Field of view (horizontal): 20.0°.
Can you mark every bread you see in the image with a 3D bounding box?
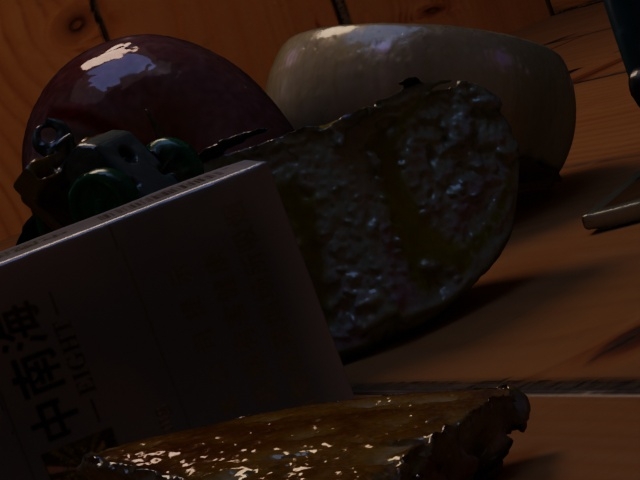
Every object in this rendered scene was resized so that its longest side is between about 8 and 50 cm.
[{"bbox_3d":[0.012,-0.004,1.194,0.261,0.158,0.156,-19,-3,8],"label":"bread"}]

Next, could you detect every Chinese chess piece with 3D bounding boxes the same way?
[{"bbox_3d":[0.081,-0.104,1.494,0.257,0.104,0.257,5,-6,0],"label":"Chinese chess piece"}]

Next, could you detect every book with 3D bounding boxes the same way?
[{"bbox_3d":[0.303,-0.064,1.314,0.170,0.018,0.242,-16,9,30],"label":"book"}]

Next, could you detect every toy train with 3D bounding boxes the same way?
[{"bbox_3d":[-0.101,0.028,1.072,0.136,0.228,0.091,-50,-8,30],"label":"toy train"}]

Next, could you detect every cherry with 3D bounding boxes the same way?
[{"bbox_3d":[-0.116,-0.040,1.396,0.213,0.236,0.285,-15,-21,-9],"label":"cherry"}]

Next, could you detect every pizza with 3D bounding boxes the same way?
[{"bbox_3d":[-0.010,0.109,0.740,0.201,0.053,0.193,-8,7,5],"label":"pizza"}]

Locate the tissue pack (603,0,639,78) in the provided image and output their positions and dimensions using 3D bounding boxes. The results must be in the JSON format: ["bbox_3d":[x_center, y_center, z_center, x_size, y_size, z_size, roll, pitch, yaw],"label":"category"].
[{"bbox_3d":[0.338,-0.201,1.366,0.206,0.198,0.287,-19,4,23],"label":"tissue pack"}]

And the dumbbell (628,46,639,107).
[{"bbox_3d":[0.304,-0.117,1.027,0.290,0.192,0.192,-13,10,39],"label":"dumbbell"}]

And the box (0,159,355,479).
[{"bbox_3d":[-0.118,0.069,0.941,0.243,0.155,0.067,-23,7,-11],"label":"box"}]
